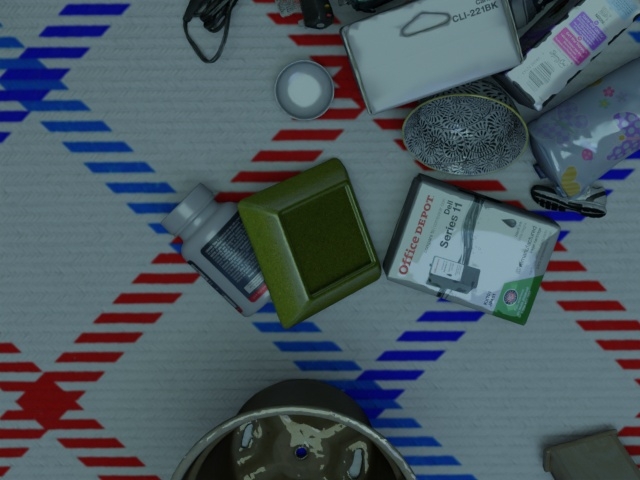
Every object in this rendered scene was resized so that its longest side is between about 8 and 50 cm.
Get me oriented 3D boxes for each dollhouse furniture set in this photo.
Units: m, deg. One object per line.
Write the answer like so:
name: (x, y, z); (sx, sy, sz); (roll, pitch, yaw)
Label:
dollhouse furniture set: (0.429, 0.467, 1.696); (0.303, 0.174, 0.355); (-13, 130, -9)

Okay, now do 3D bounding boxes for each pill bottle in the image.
pill bottle: (-0.130, 0.009, 1.584); (0.108, 0.108, 0.180); (-44, 97, 8)

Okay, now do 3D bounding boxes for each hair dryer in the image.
hair dryer: (-0.111, -0.399, 1.511); (0.224, 0.080, 0.293); (-10, 90, 19)

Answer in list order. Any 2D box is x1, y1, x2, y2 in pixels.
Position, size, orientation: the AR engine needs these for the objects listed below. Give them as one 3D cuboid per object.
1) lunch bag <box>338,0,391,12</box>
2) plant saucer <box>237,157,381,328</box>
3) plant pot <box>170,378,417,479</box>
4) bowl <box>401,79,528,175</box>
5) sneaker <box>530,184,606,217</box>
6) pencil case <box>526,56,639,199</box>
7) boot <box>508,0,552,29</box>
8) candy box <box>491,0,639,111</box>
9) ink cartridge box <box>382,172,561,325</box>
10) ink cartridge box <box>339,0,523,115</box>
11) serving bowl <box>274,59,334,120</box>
lunch bag: (0.136, -0.389, 1.448); (0.279, 0.224, 0.108); (-27, 97, 5)
plant saucer: (0.000, 0.000, 1.558); (0.188, 0.045, 0.188); (-27, 102, -35)
plant pot: (-0.032, 0.336, 1.541); (0.334, 0.305, 0.334); (0, 100, 0)
bowl: (0.198, -0.170, 1.548); (0.170, 0.080, 0.170); (6, 145, 4)
sneaker: (0.351, -0.064, 1.605); (0.109, 0.040, 0.043); (13, 70, 4)
pencil case: (0.412, -0.169, 1.539); (0.273, 0.113, 0.124); (-33, 74, 5)
boot: (0.271, -0.349, 1.483); (0.086, 0.190, 0.069); (-36, 74, 3)
candy box: (0.323, -0.267, 1.499); (0.196, 0.165, 0.070); (-44, 97, 8)
ink cartridge box: (0.208, 0.011, 1.590); (0.208, 0.087, 0.153); (18, 99, -2)
ink cartridge box: (0.133, -0.251, 1.449); (0.197, 0.273, 0.114); (-18, 99, 4)
serving bowl: (-0.022, -0.210, 1.583); (0.083, 0.027, 0.083); (0, 101, 0)
